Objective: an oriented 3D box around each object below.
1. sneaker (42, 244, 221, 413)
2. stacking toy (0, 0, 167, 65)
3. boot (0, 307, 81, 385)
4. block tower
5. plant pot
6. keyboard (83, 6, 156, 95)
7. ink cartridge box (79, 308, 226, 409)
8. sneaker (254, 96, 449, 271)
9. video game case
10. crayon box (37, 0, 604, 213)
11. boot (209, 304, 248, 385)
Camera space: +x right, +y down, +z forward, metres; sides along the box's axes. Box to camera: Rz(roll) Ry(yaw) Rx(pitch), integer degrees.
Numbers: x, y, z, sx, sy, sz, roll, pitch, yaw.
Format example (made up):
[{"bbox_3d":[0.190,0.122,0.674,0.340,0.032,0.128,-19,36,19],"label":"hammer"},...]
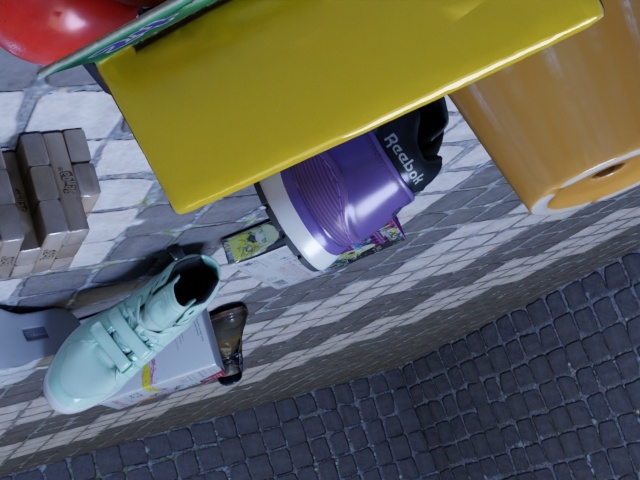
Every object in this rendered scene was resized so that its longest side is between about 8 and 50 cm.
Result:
[{"bbox_3d":[-0.228,0.102,1.081,0.256,0.094,0.151,-42,180,-27],"label":"sneaker"},{"bbox_3d":[-0.050,-0.176,0.377,0.330,0.141,0.141,-22,167,37],"label":"stacking toy"},{"bbox_3d":[-0.411,0.144,1.095,0.123,0.095,0.258,-31,163,17],"label":"boot"},{"bbox_3d":[-0.335,-0.010,0.650,0.335,0.091,0.097,-11,163,-31],"label":"block tower"},{"bbox_3d":[0.185,-0.128,0.680,0.205,0.188,0.205,-18,165,-5],"label":"plant pot"},{"bbox_3d":[-0.116,-0.143,0.581,0.108,0.023,0.180,-20,166,1],"label":"keyboard"},{"bbox_3d":[-0.245,0.159,1.304,0.176,0.127,0.128,-17,166,-4],"label":"ink cartridge box"},{"bbox_3d":[0.041,-0.076,0.661,0.124,0.107,0.283,-30,-160,15],"label":"sneaker"},{"bbox_3d":[0.000,0.000,1.203,0.210,0.042,0.232,-21,165,9],"label":"video game case"},{"bbox_3d":[0.022,-0.115,0.462,0.203,0.083,0.323,-23,-168,16],"label":"crayon box"},{"bbox_3d":[-0.154,0.184,1.549,0.082,0.106,0.219,-15,165,-16],"label":"boot"}]
